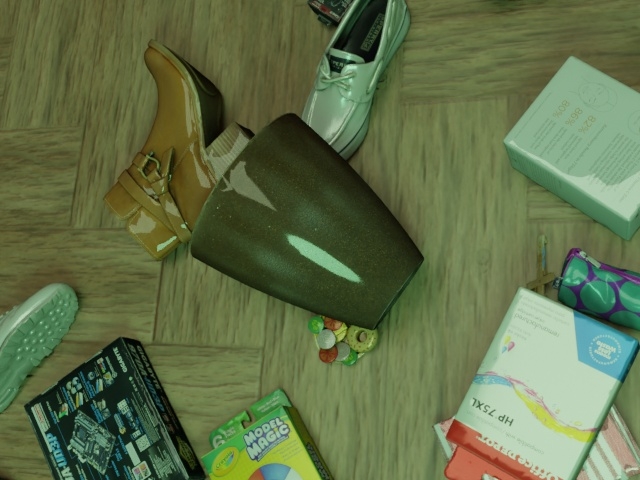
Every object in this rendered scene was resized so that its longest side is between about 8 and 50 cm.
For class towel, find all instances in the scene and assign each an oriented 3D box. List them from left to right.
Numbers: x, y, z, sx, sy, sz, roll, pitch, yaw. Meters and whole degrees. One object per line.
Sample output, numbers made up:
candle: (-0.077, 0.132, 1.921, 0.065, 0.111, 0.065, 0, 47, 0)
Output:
towel: (0.242, 0.232, 0.894, 0.197, 0.029, 0.144, -30, 68, 13)

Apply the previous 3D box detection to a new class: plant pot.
plant pot: (0.000, 0.000, 0.959, 0.230, 0.215, 0.215, 36, 90, 9)

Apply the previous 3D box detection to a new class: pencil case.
pencil case: (0.339, 0.059, 0.880, 0.152, 0.070, 0.064, 20, 42, 22)

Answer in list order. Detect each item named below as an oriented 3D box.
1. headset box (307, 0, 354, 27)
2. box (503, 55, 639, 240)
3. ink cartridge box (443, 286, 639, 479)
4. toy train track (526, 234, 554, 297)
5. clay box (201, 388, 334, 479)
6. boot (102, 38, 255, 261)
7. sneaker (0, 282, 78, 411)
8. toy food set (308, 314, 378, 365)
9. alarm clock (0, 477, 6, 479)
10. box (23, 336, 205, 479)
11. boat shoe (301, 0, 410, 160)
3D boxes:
headset box: (0.028, -0.339, 1.114, 0.062, 0.032, 0.083, 38, 92, 24)
box: (0.322, -0.105, 0.916, 0.170, 0.091, 0.130, 39, 91, 24)
ink cartridge box: (0.228, 0.183, 0.851, 0.134, 0.078, 0.231, 25, 89, 25)
toy train track: (0.264, 0.034, 0.938, 0.014, 0.048, 0.083, 16, 65, -22)
clay box: (-0.053, 0.303, 0.964, 0.127, 0.053, 0.222, -35, 68, 8)
boot: (-0.221, -0.129, 1.122, 0.220, 0.109, 0.283, -43, 74, 9)
sneaker: (-0.445, 0.141, 1.133, 0.235, 0.090, 0.095, -48, 57, 1)
toy food set: (0.027, 0.116, 1.002, 0.083, 0.020, 0.083, -37, 68, 8)
alarm clock: (-0.454, 0.397, 1.076, 0.192, 0.064, 0.129, 34, 89, 26)
box: (-0.276, 0.265, 1.054, 0.175, 0.051, 0.220, -36, 67, 8)
boat shoe: (0.038, -0.222, 1.049, 0.096, 0.088, 0.267, 28, 87, 23)
